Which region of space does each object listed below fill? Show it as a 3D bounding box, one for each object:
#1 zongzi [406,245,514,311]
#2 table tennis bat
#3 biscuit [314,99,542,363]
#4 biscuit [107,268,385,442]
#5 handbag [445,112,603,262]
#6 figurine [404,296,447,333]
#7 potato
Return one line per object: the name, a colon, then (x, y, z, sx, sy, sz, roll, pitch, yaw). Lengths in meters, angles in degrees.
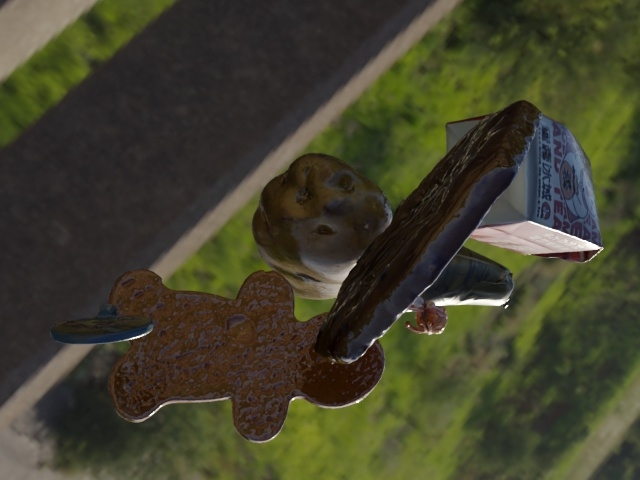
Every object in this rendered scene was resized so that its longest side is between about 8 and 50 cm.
zongzi: (0.239, 0.090, 2.210, 0.094, 0.205, 0.204, -58, -170, 34)
table tennis bat: (-0.218, 0.085, 1.313, 0.155, 0.100, 0.019, -128, -147, -82)
biscuit: (0.107, -0.009, 1.389, 0.359, 0.046, 0.359, -52, -175, 6)
biscuit: (-0.087, 0.136, 1.530, 0.049, 0.324, 0.205, 100, -10, -70)
handbag: (0.314, -0.073, 1.864, 0.298, 0.151, 0.171, 14, 75, -47)
figurine: (0.125, 0.091, 1.698, 0.109, 0.064, 0.047, 35, 61, -46)
potato: (0.000, 0.000, 1.991, 0.196, 0.176, 0.369, -20, 160, -12)
